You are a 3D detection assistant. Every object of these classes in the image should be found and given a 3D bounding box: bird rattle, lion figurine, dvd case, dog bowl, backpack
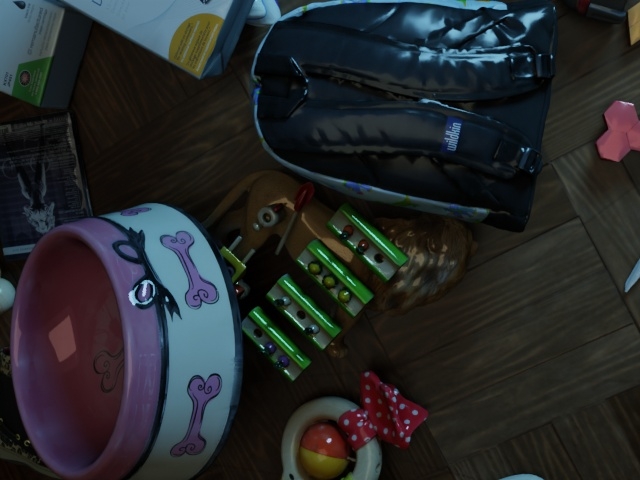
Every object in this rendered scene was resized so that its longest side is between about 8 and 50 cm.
[{"bbox_3d":[0.031,0.310,1.186,0.206,0.143,0.254,10,99,28],"label":"bird rattle"},{"bbox_3d":[0.000,0.000,1.123,0.392,0.142,0.240,27,118,0],"label":"lion figurine"},{"bbox_3d":[-0.446,-0.084,1.287,0.164,0.018,0.221,-7,97,14],"label":"dvd case"},{"bbox_3d":[-0.288,0.147,1.118,0.408,0.150,0.408,0,90,45],"label":"dog bowl"},{"bbox_3d":[0.086,-0.174,1.042,0.355,0.273,0.290,3,98,-7],"label":"backpack"}]

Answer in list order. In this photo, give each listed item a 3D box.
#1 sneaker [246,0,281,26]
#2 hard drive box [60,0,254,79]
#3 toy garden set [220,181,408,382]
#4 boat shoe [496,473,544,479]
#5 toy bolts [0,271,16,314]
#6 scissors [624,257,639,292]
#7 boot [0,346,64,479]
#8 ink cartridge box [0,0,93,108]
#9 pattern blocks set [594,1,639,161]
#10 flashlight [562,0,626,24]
[{"bbox_3d":[-0.091,-0.415,1.103,0.322,0.130,0.236,-35,98,13],"label":"sneaker"},{"bbox_3d":[-0.202,-0.340,1.031,0.232,0.089,0.181,29,111,4],"label":"hard drive box"},{"bbox_3d":[-0.042,0.043,1.066,0.204,0.049,0.244,44,113,8],"label":"toy garden set"},{"bbox_3d":[0.190,0.442,1.179,0.324,0.097,0.117,-27,92,16],"label":"boat shoe"},{"bbox_3d":[-0.549,0.017,1.227,0.158,0.228,0.218,22,96,9],"label":"toy bolts"},{"bbox_3d":[0.494,-0.057,1.065,0.109,0.021,0.297,16,101,9],"label":"scissors"},{"bbox_3d":[-0.427,0.278,1.307,0.236,0.085,0.179,11,99,12],"label":"boot"},{"bbox_3d":[-0.469,-0.304,1.221,0.208,0.087,0.153,22,103,10],"label":"ink cartridge box"},{"bbox_3d":[0.517,-0.223,1.016,0.285,0.026,0.325,18,98,12],"label":"pattern blocks set"},{"bbox_3d":[0.251,-0.362,1.038,0.304,0.103,0.103,18,145,13],"label":"flashlight"}]
